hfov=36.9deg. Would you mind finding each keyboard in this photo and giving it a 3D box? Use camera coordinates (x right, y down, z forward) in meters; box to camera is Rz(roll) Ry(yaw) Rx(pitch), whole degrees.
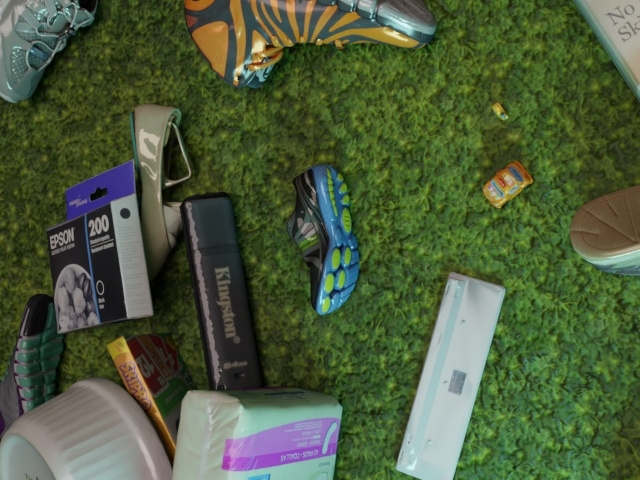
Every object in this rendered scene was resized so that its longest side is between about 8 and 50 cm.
[{"bbox_3d":[0.158,0.170,1.171,0.072,0.014,0.256,16,93,15],"label":"keyboard"}]

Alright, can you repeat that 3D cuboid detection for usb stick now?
[{"bbox_3d":[-0.129,0.074,1.250,0.045,0.077,0.278,-18,80,54],"label":"usb stick"}]

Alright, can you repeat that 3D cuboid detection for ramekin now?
[{"bbox_3d":[-0.300,0.318,1.207,0.273,0.127,0.273,21,119,44],"label":"ramekin"}]

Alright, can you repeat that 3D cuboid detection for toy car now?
[{"bbox_3d":[0.209,-0.103,1.149,0.060,0.040,0.122,-22,80,18],"label":"toy car"}]

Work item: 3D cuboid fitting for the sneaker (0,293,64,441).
[{"bbox_3d":[-0.425,0.185,1.350,0.098,0.083,0.224,3,89,25],"label":"sneaker"}]

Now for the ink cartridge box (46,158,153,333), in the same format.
[{"bbox_3d":[-0.304,0.012,1.286,0.206,0.045,0.208,-15,80,49],"label":"ink cartridge box"}]

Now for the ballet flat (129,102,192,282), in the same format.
[{"bbox_3d":[-0.212,-0.065,1.288,0.086,0.086,0.248,-5,85,20],"label":"ballet flat"}]

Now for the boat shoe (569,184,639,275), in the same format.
[{"bbox_3d":[0.421,-0.022,1.040,0.285,0.092,0.103,-15,64,21],"label":"boat shoe"}]

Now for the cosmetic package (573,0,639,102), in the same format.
[{"bbox_3d":[0.383,-0.241,1.044,0.153,0.129,0.296,-34,76,17],"label":"cosmetic package"}]

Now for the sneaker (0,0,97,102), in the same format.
[{"bbox_3d":[-0.377,-0.320,1.344,0.115,0.105,0.281,26,96,20],"label":"sneaker"}]

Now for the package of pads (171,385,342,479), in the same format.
[{"bbox_3d":[-0.080,0.323,1.136,0.101,0.229,0.296,7,88,31],"label":"package of pads"}]

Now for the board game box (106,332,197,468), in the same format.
[{"bbox_3d":[-0.179,0.240,1.230,0.039,0.124,0.259,-29,78,15],"label":"board game box"}]

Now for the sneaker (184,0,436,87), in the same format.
[{"bbox_3d":[-0.023,-0.267,1.211,0.321,0.124,0.180,23,119,9],"label":"sneaker"}]

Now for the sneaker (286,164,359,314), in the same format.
[{"bbox_3d":[0.000,0.000,1.217,0.078,0.067,0.188,-9,86,41],"label":"sneaker"}]
